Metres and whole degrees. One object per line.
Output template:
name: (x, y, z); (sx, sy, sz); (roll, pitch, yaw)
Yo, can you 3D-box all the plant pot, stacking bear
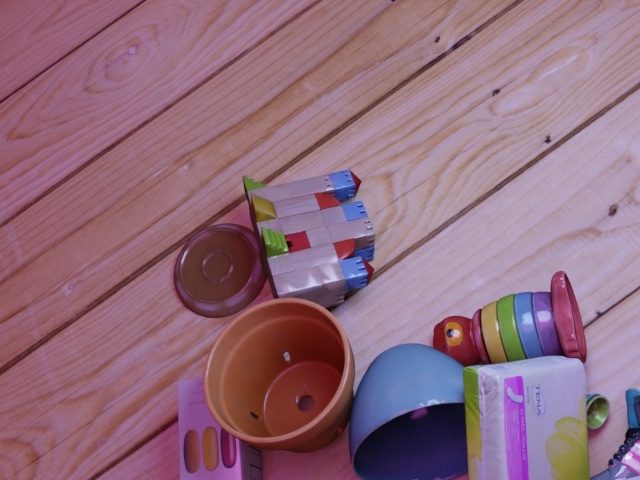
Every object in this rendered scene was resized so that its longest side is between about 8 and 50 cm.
plant pot: (-0.055, 0.285, 1.611); (0.290, 0.203, 0.291); (-10, 56, 15)
plant pot: (-0.236, 0.063, 1.921); (0.236, 0.032, 0.236); (-5, 67, 13)
plant pot: (0.180, 0.312, 1.577); (0.290, 0.290, 0.195); (-21, 47, 6)
stacking bear: (0.362, 0.185, 1.632); (0.289, 0.164, 0.175); (-14, 66, 22)

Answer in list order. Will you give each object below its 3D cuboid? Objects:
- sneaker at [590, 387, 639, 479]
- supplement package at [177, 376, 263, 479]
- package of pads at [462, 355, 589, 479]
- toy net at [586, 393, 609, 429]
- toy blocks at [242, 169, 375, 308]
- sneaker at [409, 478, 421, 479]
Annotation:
sneaker: (0.578, 0.366, 1.511); (0.295, 0.124, 0.178); (-22, 60, 10)
supplement package: (-0.205, 0.412, 1.703); (0.139, 0.134, 0.244); (-12, 65, 11)
package of pads: (0.363, 0.355, 1.429); (0.101, 0.229, 0.297); (-3, 89, 56)
toy net: (0.448, 0.371, 1.548); (0.232, 0.122, 0.045); (-54, 33, -10)
toy blocks: (0.000, 0.000, 1.808); (0.260, 0.191, 0.381); (-12, 54, -9)
sneaker: (0.271, 0.510, 1.554); (0.235, 0.090, 0.095); (32, 82, 11)
